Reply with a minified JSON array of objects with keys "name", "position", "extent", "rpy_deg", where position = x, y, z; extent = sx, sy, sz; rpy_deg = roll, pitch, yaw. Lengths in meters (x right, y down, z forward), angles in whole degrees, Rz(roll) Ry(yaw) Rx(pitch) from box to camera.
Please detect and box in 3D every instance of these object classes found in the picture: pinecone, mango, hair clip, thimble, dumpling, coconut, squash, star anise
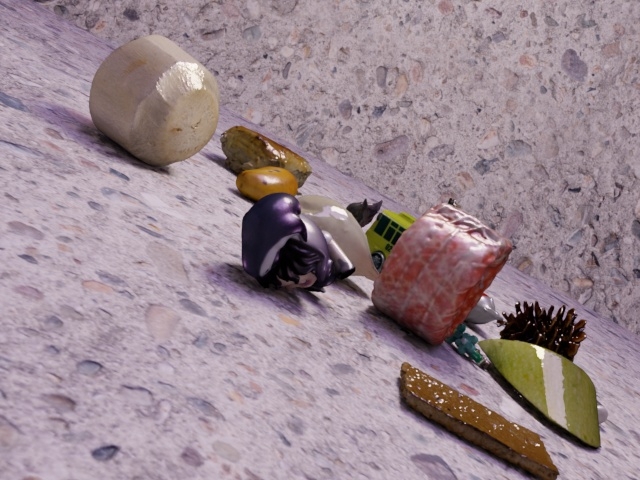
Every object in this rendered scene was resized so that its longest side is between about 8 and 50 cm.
[{"name":"pinecone","position":[0.442,0.194,1.495],"extent":[0.165,0.163,0.163],"rpy_deg":[22,9,10]},{"name":"mango","position":[-0.119,-0.127,1.701],"extent":[0.115,0.090,0.178],"rpy_deg":[22,11,19]},{"name":"hair clip","position":[0.262,0.180,1.380],"extent":[0.049,0.049,0.173],"rpy_deg":[22,14,-36]},{"name":"thimble","position":[0.218,0.058,1.302],"extent":[0.162,0.239,0.239],"rpy_deg":[37,12,18]},{"name":"dumpling","position":[0.011,-0.009,1.390],"extent":[0.252,0.131,0.179],"rpy_deg":[31,3,-19]},{"name":"coconut","position":[-0.342,-0.289,1.473],"extent":[0.266,0.237,0.237],"rpy_deg":[35,12,30]},{"name":"squash","position":[0.396,0.283,1.306],"extent":[0.237,0.155,0.204],"rpy_deg":[31,-27,-2]},{"name":"star anise","position":[0.068,-0.045,1.646],"extent":[0.181,0.204,0.061],"rpy_deg":[-18,79,-50]}]

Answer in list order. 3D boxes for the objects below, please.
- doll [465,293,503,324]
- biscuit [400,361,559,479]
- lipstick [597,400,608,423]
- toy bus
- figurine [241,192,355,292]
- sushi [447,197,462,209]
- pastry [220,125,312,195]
[{"name":"doll","position":[0.339,0.144,1.669],"extent":[0.102,0.075,0.227],"rpy_deg":[34,-3,-33]},{"name":"biscuit","position":[0.207,0.243,0.985],"extent":[0.231,0.025,0.131],"rpy_deg":[29,9,-1]},{"name":"lipstick","position":[0.517,0.313,1.447],"extent":[0.040,0.040,0.141],"rpy_deg":[26,11,-17]},{"name":"toy bus","position":[0.210,0.042,1.610],"extent":[0.128,0.150,0.262],"rpy_deg":[22,13,-44]},{"name":"figurine","position":[-0.042,0.009,1.120],"extent":[0.145,0.145,0.222],"rpy_deg":[35,7,27]},{"name":"sushi","position":[0.295,0.028,1.827],"extent":[0.225,0.219,0.238],"rpy_deg":[-104,172,-46]},{"name":"pastry","position":[-0.150,-0.212,1.952],"extent":[0.257,0.120,0.236],"rpy_deg":[30,6,16]}]
